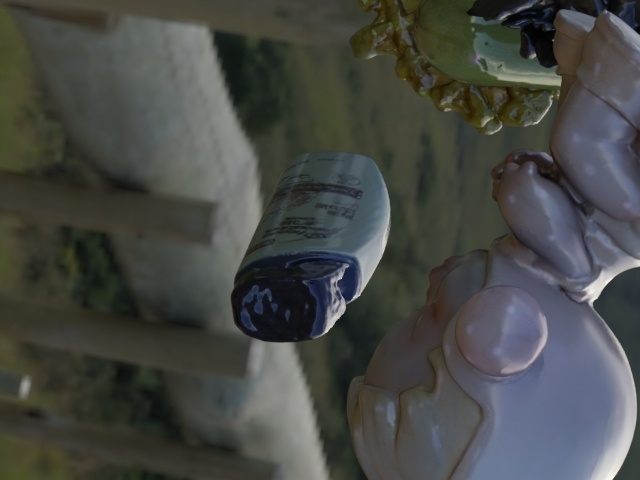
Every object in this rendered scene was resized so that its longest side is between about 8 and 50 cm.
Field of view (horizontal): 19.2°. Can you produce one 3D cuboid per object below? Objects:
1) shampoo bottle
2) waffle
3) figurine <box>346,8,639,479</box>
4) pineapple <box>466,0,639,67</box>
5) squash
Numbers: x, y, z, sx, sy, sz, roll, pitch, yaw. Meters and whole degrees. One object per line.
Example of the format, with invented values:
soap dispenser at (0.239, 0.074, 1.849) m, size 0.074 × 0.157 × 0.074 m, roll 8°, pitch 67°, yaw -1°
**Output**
shampoo bottle at (0.000, 0.000, 1.920) m, size 0.359 × 0.134 × 0.078 m, roll -70°, pitch 158°, yaw -68°
waffle at (0.147, -0.216, 1.609) m, size 0.238 × 0.243 × 0.059 m, roll -62°, pitch 166°, yaw -11°
figurine at (0.105, 0.036, 0.847) m, size 0.256 × 0.144 × 0.182 m, roll -56°, pitch -161°, yaw 14°
pineapple at (0.252, -0.115, 1.100) m, size 0.202 × 0.362 × 0.202 m, roll -58°, pitch -162°, yaw 31°
squash at (0.184, -0.149, 1.391) m, size 0.083 × 0.250 × 0.083 m, roll -178°, pitch -90°, yaw -67°
